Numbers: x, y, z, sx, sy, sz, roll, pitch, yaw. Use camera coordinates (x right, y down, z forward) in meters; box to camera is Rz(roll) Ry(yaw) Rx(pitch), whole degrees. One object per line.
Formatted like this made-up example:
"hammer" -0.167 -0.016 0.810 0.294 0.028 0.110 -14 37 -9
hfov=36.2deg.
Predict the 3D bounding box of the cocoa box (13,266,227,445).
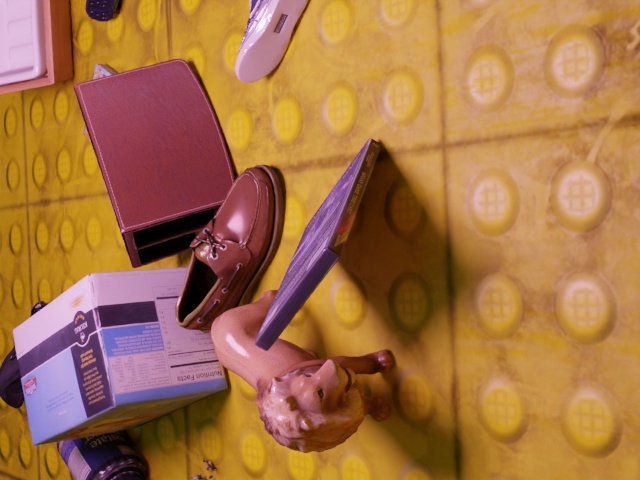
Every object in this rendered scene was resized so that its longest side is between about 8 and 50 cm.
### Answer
"cocoa box" -0.364 0.210 1.742 0.347 0.231 0.228 -30 70 47

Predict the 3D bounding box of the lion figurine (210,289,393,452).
"lion figurine" -0.054 0.174 1.361 0.392 0.240 0.142 21 108 48

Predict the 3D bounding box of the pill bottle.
"pill bottle" -0.415 0.442 1.902 0.219 0.122 0.123 39 121 41

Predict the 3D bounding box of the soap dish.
"soap dish" -0.637 -0.460 2.085 0.228 0.118 0.291 -4 89 31

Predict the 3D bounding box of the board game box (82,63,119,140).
"board game box" -0.429 -0.263 1.955 0.103 0.026 0.154 36 119 43

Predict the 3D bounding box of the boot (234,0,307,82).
"boot" -0.085 -0.341 1.516 0.190 0.069 0.086 -54 45 27

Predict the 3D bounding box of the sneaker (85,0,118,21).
"sneaker" -0.407 -0.506 1.857 0.209 0.069 0.082 129 149 -61

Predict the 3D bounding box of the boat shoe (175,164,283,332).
"boat shoe" -0.150 0.022 1.574 0.110 0.104 0.307 40 121 41

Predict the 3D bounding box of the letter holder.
"letter holder" -0.277 -0.141 1.707 0.152 0.214 0.302 97 152 -65

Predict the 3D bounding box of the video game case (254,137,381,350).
"video game case" 0.000 0.000 1.312 0.026 0.274 0.196 32 127 -6

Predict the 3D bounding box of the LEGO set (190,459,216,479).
"LEGO set" -0.203 0.428 1.729 0.083 0.023 0.054 -52 55 21

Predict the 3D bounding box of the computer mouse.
"computer mouse" -0.682 0.274 2.215 0.189 0.072 0.272 -92 25 -45
